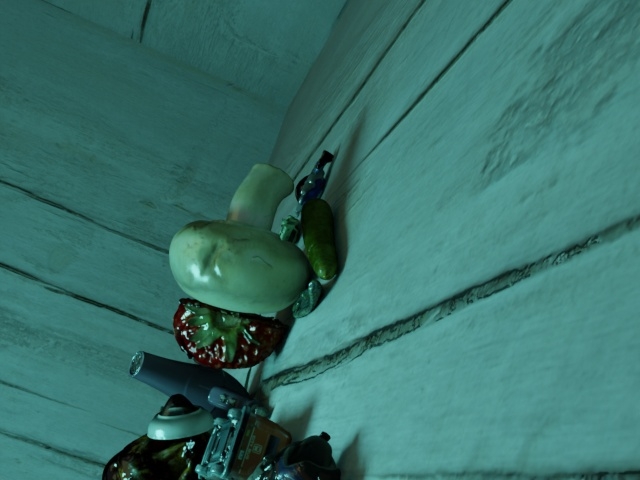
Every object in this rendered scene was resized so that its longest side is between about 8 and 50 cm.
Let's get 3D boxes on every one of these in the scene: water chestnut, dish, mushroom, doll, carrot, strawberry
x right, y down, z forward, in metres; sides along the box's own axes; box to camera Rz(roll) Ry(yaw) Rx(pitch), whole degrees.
[{"bbox_3d":[-0.309,0.521,1.600,0.244,0.289,0.289,-14,43,28],"label":"water chestnut"},{"bbox_3d":[-0.294,0.356,1.581,0.141,0.141,0.078,177,86,-79],"label":"dish"},{"bbox_3d":[-0.172,0.035,1.715,0.315,0.315,0.356,-60,1,36],"label":"mushroom"},{"bbox_3d":[-0.024,-0.145,2.000,0.195,0.070,0.096,-63,-7,-14],"label":"doll"},{"bbox_3d":[0.000,0.000,1.583,0.358,0.074,0.074,-99,33,-66],"label":"carrot"},{"bbox_3d":[-0.221,0.223,1.760,0.280,0.253,0.150,174,110,-80],"label":"strawberry"}]

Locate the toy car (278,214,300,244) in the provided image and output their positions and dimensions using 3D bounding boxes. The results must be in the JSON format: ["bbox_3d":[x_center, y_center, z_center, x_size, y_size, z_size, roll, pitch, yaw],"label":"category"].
[{"bbox_3d":[-0.089,-0.013,2.084,0.186,0.058,0.093,-57,-10,-81],"label":"toy car"}]

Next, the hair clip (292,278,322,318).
[{"bbox_3d":[-0.022,0.115,1.532,0.229,0.036,0.066,123,171,-71],"label":"hair clip"}]

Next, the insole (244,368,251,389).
[{"bbox_3d":[-0.193,0.378,1.956,0.135,0.002,0.045,-80,16,-50],"label":"insole"}]

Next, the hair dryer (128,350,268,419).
[{"bbox_3d":[-0.227,0.335,1.662,0.361,0.301,0.121,1,66,52],"label":"hair dryer"}]

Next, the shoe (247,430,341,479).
[{"bbox_3d":[-0.035,0.306,1.004,0.227,0.099,0.126,-172,96,-74],"label":"shoe"}]

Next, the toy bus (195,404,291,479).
[{"bbox_3d":[-0.138,0.377,1.342,0.265,0.119,0.121,134,156,-63],"label":"toy bus"}]

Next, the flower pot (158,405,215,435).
[{"bbox_3d":[-0.343,0.545,1.851,0.239,0.189,0.209,-101,35,-73],"label":"flower pot"}]
